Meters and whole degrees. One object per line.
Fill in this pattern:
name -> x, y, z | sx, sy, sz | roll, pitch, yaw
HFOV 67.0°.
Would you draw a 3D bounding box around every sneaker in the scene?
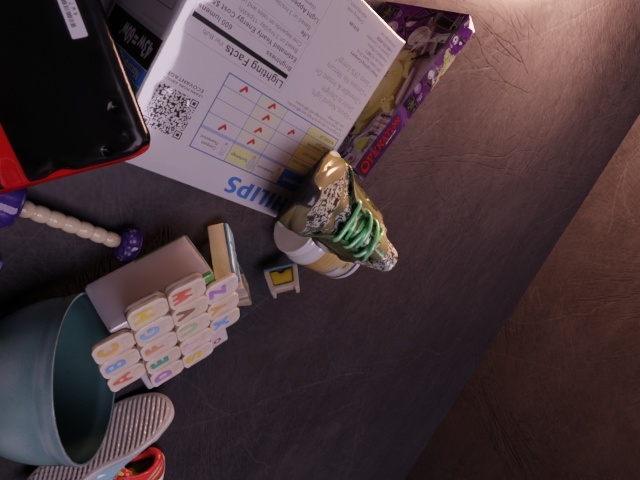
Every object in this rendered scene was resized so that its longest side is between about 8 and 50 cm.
sneaker -> 0.063, -0.026, 0.848 | 0.158, 0.182, 0.410 | -55, 163, 3
sneaker -> -0.504, 0.497, 1.145 | 0.365, 0.135, 0.150 | -32, 157, -14
sneaker -> -0.530, 0.610, 1.224 | 0.278, 0.107, 0.119 | -17, 128, -44

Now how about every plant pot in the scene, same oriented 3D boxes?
plant pot -> -0.500, 0.243, 0.839 | 0.196, 0.293, 0.293 | -4, 129, -6

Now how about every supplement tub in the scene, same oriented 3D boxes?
supplement tub -> 0.000, 0.000, 1.142 | 0.199, 0.144, 0.144 | 27, 102, -49

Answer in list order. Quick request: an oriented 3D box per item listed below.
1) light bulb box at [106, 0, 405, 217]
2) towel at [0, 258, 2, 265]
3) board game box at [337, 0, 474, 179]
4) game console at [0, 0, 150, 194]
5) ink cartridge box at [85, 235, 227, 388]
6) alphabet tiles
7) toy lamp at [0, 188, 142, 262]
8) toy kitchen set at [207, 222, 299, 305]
light bulb box -> -0.124, -0.270, 0.759 | 0.357, 0.225, 0.361 | 20, 109, -47
towel -> -0.658, 0.117, 0.739 | 0.285, 0.034, 0.209 | -53, 148, 7
board game box -> 0.104, -0.296, 0.916 | 0.347, 0.208, 0.056 | -54, 136, -4
game console -> -0.410, -0.234, 0.515 | 0.341, 0.060, 0.387 | -18, 112, -8
ink cartridge box -> -0.309, 0.151, 0.968 | 0.201, 0.117, 0.278 | -31, 151, -24
alphabet tiles -> -0.270, 0.174, 0.900 | 0.277, 0.021, 0.284 | -28, 149, -27
toy lamp -> -0.431, -0.032, 0.800 | 0.274, 0.080, 0.080 | 26, 103, -48
toy kitchen set -> -0.139, 0.047, 1.075 | 0.165, 0.122, 0.207 | -13, 156, -4
